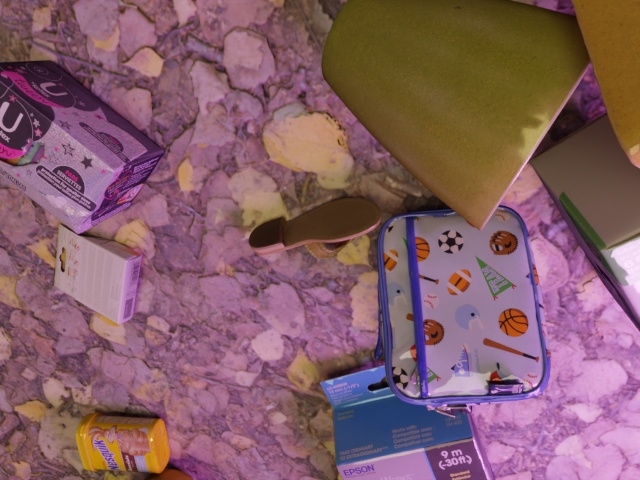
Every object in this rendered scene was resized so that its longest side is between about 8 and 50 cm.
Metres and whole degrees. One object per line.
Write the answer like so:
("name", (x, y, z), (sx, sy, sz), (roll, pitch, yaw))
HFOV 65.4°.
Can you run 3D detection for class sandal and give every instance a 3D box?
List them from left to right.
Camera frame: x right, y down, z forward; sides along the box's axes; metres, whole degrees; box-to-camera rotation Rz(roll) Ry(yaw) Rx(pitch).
("sandal", (0.001, -0.005, 0.848), (0.240, 0.088, 0.079), (-11, 139, 21))

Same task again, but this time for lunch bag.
("lunch bag", (0.197, 0.103, 0.747), (0.244, 0.115, 0.303), (-4, 73, 10))

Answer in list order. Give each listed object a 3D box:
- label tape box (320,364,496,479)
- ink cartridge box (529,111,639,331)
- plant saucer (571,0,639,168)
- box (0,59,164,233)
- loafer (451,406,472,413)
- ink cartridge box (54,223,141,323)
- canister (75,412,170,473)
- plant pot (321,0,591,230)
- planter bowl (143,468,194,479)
("label tape box", (0.167, 0.397, 0.906), (0.249, 0.115, 0.347), (-19, 107, 15))
("ink cartridge box", (0.419, 0.009, 0.645), (0.122, 0.211, 0.289), (-33, 121, 20))
("plant saucer", (0.406, -0.179, 0.512), (0.333, 0.332, 0.081), (17, 148, -25))
("box", (-0.417, -0.158, 0.807), (0.247, 0.163, 0.142), (38, 113, -5))
("loafer", (0.237, 0.171, 0.823), (0.078, 0.076, 0.223), (10, 85, 26))
("ink cartridge box", (-0.434, 0.061, 0.967), (0.180, 0.045, 0.145), (25, 114, 20))
("canister", (-0.421, 0.437, 1.072), (0.170, 0.073, 0.126), (-1, 110, 9))
("plant pot", (0.157, -0.204, 0.653), (0.294, 0.275, 0.274), (33, 113, 14))
("planter bowl", (-0.329, 0.566, 1.083), (0.218, 0.090, 0.217), (4, 122, 6))
